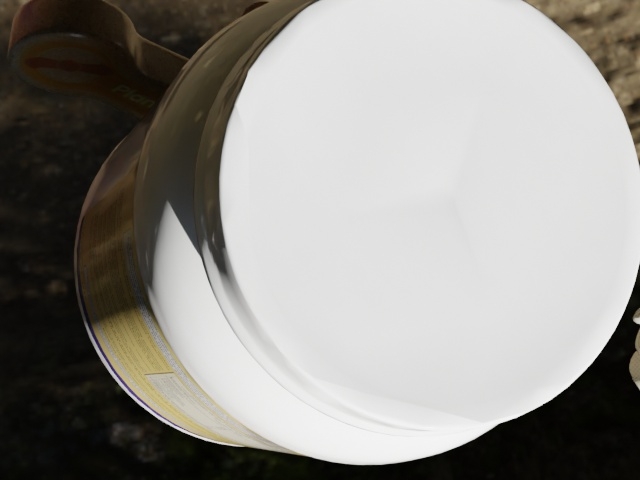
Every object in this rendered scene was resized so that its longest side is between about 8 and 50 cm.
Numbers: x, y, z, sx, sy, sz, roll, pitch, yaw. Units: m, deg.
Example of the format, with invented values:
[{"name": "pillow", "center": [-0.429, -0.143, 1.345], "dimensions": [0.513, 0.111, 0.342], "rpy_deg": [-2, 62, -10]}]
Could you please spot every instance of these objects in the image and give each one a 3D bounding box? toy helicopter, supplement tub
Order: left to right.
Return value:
[{"name": "toy helicopter", "center": [-0.058, -0.092, 0.860], "dimensions": [0.235, 0.140, 0.355], "rpy_deg": [-17, 153, 39]}, {"name": "supplement tub", "center": [0.000, 0.000, 0.663], "dimensions": [0.241, 0.241, 0.331], "rpy_deg": [-2, 174, -20]}]

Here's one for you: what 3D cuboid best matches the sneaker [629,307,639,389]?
[{"name": "sneaker", "center": [0.268, 0.086, 0.783], "dimensions": [0.121, 0.099, 0.262], "rpy_deg": [-25, -174, 15]}]
